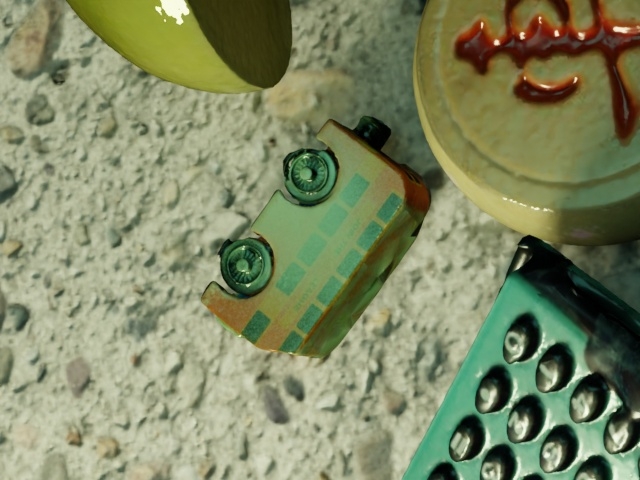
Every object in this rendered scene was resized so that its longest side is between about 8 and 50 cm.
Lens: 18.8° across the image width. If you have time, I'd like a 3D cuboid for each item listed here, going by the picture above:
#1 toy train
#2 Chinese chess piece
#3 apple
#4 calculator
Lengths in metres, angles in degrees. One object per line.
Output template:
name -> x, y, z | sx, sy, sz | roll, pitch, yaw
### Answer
toy train -> 0.000, 0.000, 1.384 | 0.099, 0.072, 0.188 | 39, 97, 22
Chinese chess piece -> 0.184, -0.121, 1.314 | 0.251, 0.097, 0.251 | -4, 80, 22
apple -> -0.063, -0.249, 1.348 | 0.292, 0.254, 0.292 | -5, 76, 22
calculator -> 0.181, 0.158, 1.235 | 0.274, 0.058, 0.248 | 42, 133, 21
